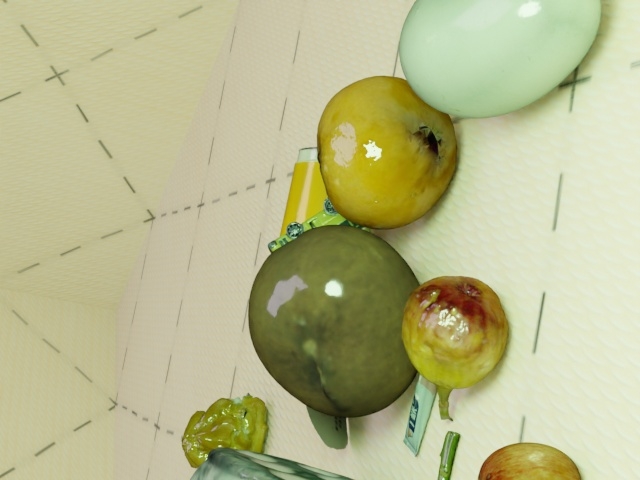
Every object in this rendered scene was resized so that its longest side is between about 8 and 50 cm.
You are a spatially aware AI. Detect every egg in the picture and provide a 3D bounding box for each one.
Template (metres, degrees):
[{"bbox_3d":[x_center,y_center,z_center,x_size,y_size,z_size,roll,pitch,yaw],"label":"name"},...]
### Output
[{"bbox_3d":[0.257,-0.301,1.692,0.371,0.230,0.230,-14,64,62],"label":"egg"}]

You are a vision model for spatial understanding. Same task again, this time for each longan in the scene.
[{"bbox_3d":[0.032,0.134,1.938,0.319,0.319,0.319,-167,90,-71],"label":"longan"}]

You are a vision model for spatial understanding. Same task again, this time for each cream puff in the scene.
[{"bbox_3d":[-0.222,0.454,2.627,0.221,0.194,0.195,122,153,-50],"label":"cream puff"}]

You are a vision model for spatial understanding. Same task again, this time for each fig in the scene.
[{"bbox_3d":[0.198,0.173,1.734,0.159,0.159,0.257,-107,15,-55],"label":"fig"}]

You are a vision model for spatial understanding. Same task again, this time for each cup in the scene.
[{"bbox_3d":[0.006,-0.032,2.242,0.196,0.196,0.280,173,103,-69],"label":"cup"}]

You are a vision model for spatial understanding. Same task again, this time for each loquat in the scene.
[{"bbox_3d":[0.105,-0.150,1.987,0.263,0.263,0.263,-167,90,-71],"label":"loquat"}]

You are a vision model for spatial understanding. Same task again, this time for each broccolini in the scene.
[{"bbox_3d":[0.194,0.401,1.699,0.123,0.062,0.271,-33,44,50],"label":"broccolini"}]

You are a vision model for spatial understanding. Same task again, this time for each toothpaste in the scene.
[{"bbox_3d":[0.170,0.247,1.882,0.056,0.036,0.205,-129,51,-67],"label":"toothpaste"}]

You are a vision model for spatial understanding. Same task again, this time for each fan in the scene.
[{"bbox_3d":[-0.025,0.261,2.088,0.010,0.310,0.182,-23,46,20],"label":"fan"}]

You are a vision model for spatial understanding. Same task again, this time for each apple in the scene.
[{"bbox_3d":[0.259,0.324,1.445,0.146,0.131,0.146,-175,90,-83],"label":"apple"}]

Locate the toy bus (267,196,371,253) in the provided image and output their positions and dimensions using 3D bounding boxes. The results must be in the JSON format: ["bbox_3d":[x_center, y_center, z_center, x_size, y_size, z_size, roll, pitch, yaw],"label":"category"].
[{"bbox_3d":[0.000,0.000,2.101,0.101,0.175,0.088,56,176,15],"label":"toy bus"}]

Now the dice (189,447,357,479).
[{"bbox_3d":[-0.057,0.534,1.881,0.328,0.330,0.348,179,102,-69],"label":"dice"}]
